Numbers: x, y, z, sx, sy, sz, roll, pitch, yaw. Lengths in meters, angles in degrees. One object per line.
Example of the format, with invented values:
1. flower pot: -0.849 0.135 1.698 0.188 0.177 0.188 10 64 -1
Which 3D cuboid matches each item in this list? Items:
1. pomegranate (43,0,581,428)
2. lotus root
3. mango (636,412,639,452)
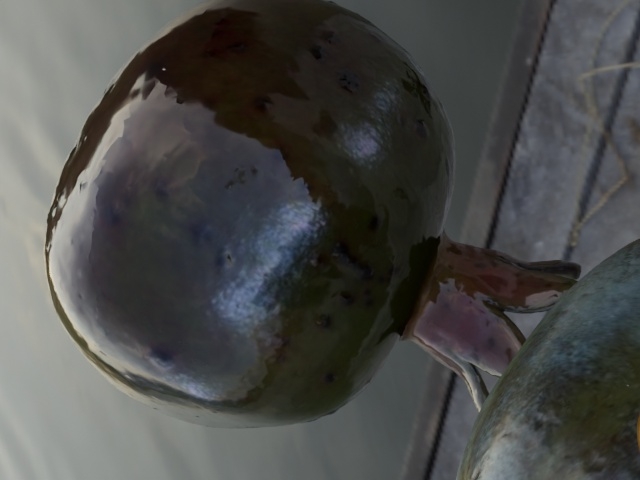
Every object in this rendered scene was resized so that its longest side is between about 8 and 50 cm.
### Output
1. pomegranate: -0.010 -0.008 0.827 0.291 0.323 0.290 -52 28 42
2. lotus root: 0.146 0.089 0.537 0.158 0.322 0.140 41 136 18
3. mango: 0.142 0.065 0.416 0.060 0.089 0.046 46 123 34
